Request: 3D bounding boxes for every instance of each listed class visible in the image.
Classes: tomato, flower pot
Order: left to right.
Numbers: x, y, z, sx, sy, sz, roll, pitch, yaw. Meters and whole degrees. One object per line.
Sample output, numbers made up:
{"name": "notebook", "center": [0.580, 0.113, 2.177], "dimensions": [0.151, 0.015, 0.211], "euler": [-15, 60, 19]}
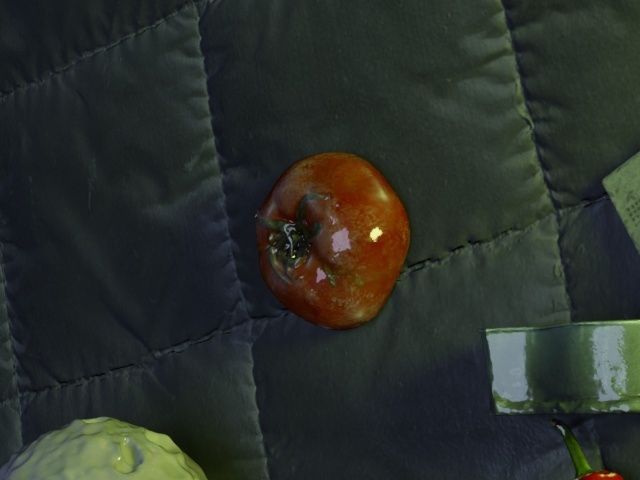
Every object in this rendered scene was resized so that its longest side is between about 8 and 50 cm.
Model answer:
{"name": "tomato", "center": [0.000, 0.000, 2.146], "dimensions": [0.237, 0.095, 0.236], "euler": [-4, 84, 40]}
{"name": "flower pot", "center": [0.291, 0.147, 1.888], "dimensions": [0.229, 0.103, 0.108], "euler": [-7, 82, 38]}

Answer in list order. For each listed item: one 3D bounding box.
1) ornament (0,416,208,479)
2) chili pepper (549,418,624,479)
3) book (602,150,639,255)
{"name": "ornament", "center": [-0.291, 0.400, 2.188], "dimensions": [0.337, 0.337, 0.337], "euler": [-4, 83, 39]}
{"name": "chili pepper", "center": [0.291, 0.395, 1.866], "dimensions": [0.137, 0.092, 0.368], "euler": [8, 88, 33]}
{"name": "book", "center": [0.490, 0.018, 1.783], "dimensions": [0.269, 0.032, 0.389], "euler": [-40, 62, 30]}
